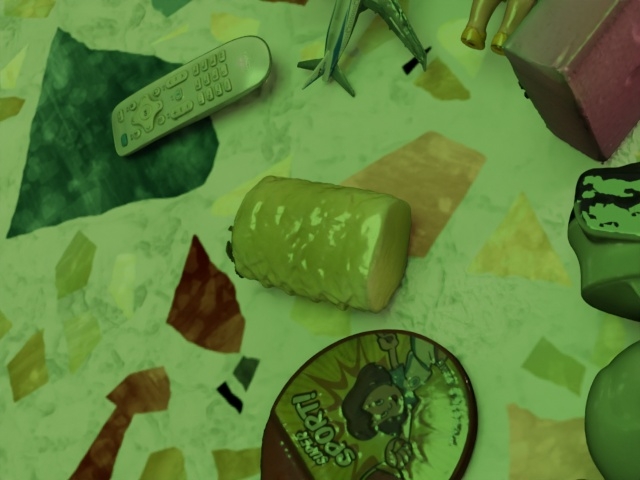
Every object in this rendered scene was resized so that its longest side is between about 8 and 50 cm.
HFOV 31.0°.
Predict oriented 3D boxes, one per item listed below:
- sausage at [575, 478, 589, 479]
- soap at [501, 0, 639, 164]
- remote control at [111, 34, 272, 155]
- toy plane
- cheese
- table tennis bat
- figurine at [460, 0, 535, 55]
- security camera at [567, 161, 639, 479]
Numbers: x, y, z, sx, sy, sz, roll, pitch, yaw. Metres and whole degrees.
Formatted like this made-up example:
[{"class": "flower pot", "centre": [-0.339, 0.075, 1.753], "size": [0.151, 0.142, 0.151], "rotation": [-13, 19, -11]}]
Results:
[{"class": "sausage", "centre": [0.246, 0.266, 0.949], "size": [0.062, 0.062, 0.154], "rotation": [-42, 58, 5]}, {"class": "soap", "centre": [0.295, -0.219, 1.063], "size": [0.081, 0.181, 0.259], "rotation": [39, 88, 33]}, {"class": "remote control", "centre": [-0.148, -0.166, 1.343], "size": [0.229, 0.044, 0.073], "rotation": [-25, 65, 25]}, {"class": "toy plane", "centre": [0.033, -0.265, 1.236], "size": [0.226, 0.058, 0.226], "rotation": [31, 112, 24]}, {"class": "cheese", "centre": [0.000, 0.000, 1.165], "size": [0.167, 0.094, 0.123], "rotation": [13, 73, 30]}, {"class": "table tennis bat", "centre": [0.012, 0.212, 1.107], "size": [0.310, 0.038, 0.200], "rotation": [-38, 57, 3]}, {"class": "figurine", "centre": [0.212, -0.302, 1.163], "size": [0.174, 0.116, 0.240], "rotation": [20, 97, 31]}, {"class": "security camera", "centre": [0.296, 0.090, 0.927], "size": [0.197, 0.191, 0.277], "rotation": [-1, 71, 20]}]
